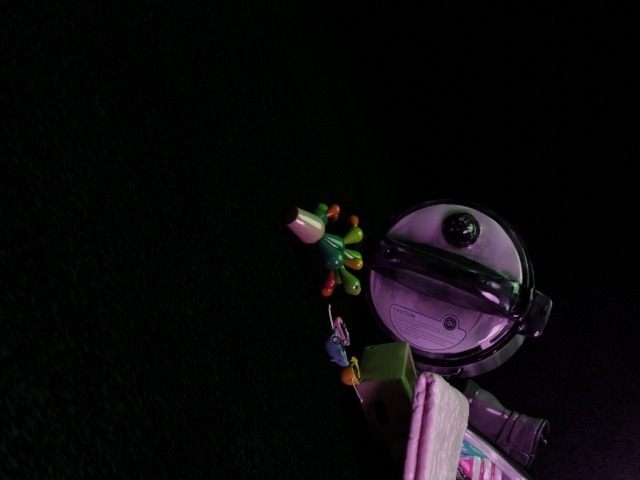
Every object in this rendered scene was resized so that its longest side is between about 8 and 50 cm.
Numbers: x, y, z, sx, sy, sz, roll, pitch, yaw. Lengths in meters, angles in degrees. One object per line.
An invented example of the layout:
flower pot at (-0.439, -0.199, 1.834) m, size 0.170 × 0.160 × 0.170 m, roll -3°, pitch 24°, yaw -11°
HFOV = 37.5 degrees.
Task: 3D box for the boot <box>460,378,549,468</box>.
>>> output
boot at (0.398, 0.470, 2.206) m, size 0.118 × 0.222 × 0.338 m, roll -55°, pitch 165°, yaw -26°

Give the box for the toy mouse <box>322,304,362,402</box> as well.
toy mouse at (0.027, 0.169, 1.548) m, size 0.161 × 0.031 × 0.143 m, roll -89°, pitch 157°, yaw -64°

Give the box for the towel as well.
towel at (0.192, 0.395, 1.580) m, size 0.332 × 0.053 × 0.317 m, roll 45°, pitch 52°, yaw -68°

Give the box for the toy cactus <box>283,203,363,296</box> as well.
toy cactus at (0.000, 0.000, 1.613) m, size 0.180 × 0.112 × 0.219 m, roll 35°, pitch 34°, yaw -40°

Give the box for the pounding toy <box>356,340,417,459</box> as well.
pounding toy at (0.117, 0.305, 1.614) m, size 0.206 × 0.094 × 0.181 m, roll -68°, pitch 146°, yaw -65°

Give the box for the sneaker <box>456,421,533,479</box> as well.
sneaker at (0.341, 0.534, 2.074) m, size 0.295 × 0.178 × 0.124 m, roll 40°, pitch 5°, yaw 3°

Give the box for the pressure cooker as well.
pressure cooker at (0.276, 0.102, 2.045) m, size 0.420 × 0.369 × 0.376 m, roll 50°, pitch 19°, yaw -72°
